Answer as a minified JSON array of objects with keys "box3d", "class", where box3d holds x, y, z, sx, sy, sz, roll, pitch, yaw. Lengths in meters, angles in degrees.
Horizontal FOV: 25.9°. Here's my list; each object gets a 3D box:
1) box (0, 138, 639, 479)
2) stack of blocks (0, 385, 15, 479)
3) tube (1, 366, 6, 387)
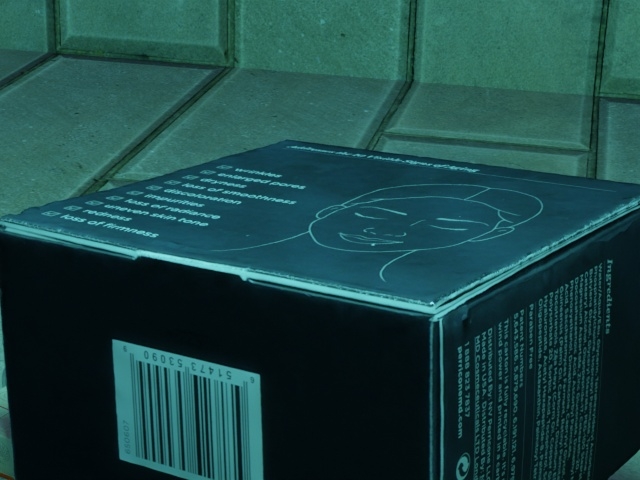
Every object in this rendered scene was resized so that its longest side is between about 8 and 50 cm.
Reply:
[{"box3d":[0.025,0.096,1.363,0.480,0.297,0.472,10,20,33],"class":"box"},{"box3d":[-0.260,0.218,1.526,0.087,0.171,0.297,14,25,29],"class":"stack of blocks"},{"box3d":[-0.296,0.165,1.820,0.240,0.062,0.070,-9,64,-39],"class":"tube"}]
